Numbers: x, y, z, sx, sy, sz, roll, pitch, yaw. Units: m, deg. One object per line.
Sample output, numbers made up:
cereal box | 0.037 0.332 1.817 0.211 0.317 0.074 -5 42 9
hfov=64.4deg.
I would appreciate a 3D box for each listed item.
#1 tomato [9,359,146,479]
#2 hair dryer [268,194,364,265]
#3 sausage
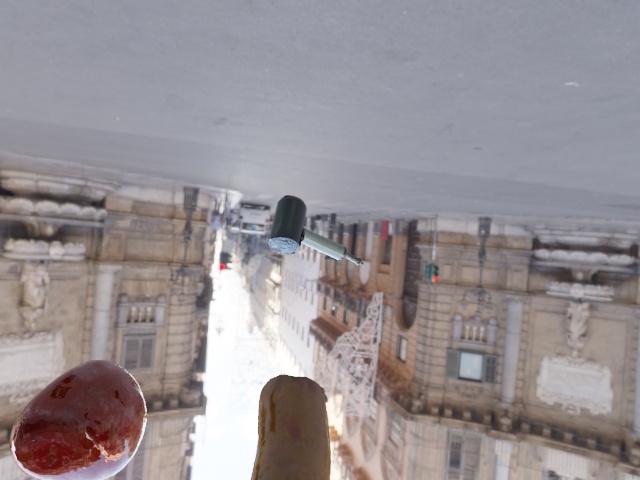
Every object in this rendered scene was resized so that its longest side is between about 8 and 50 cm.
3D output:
tomato | -0.356 0.263 0.753 0.187 0.151 0.187 -7 -139 6
hair dryer | 0.000 0.000 0.938 0.197 0.100 0.057 27 143 -22
sausage | -0.042 0.283 0.593 0.109 0.109 0.270 5 -149 4
